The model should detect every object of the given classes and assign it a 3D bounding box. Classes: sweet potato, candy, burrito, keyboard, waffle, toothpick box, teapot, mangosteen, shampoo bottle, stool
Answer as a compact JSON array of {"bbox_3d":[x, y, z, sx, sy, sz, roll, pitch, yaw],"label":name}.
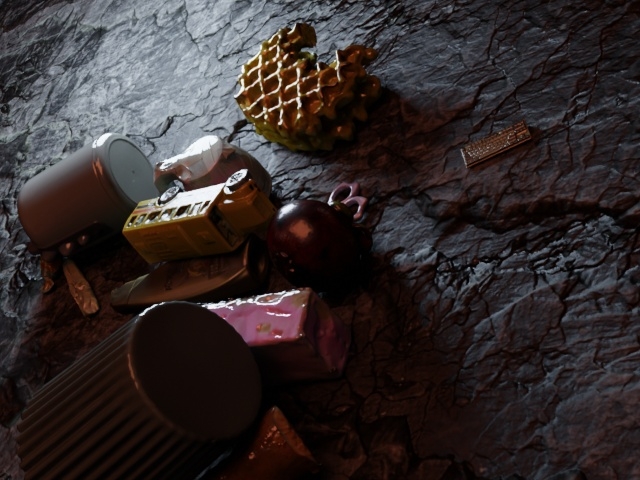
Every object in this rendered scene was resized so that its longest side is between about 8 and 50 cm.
[{"bbox_3d":[-0.145,0.423,1.582,0.336,0.131,0.131,-47,43,8],"label":"sweet potato"},{"bbox_3d":[-0.630,0.040,2.290,0.053,0.046,0.182,-21,49,24],"label":"candy"},{"bbox_3d":[-0.535,0.106,2.174,0.045,0.041,0.185,-37,45,-6],"label":"burrito"},{"bbox_3d":[-0.094,0.177,1.714,0.265,0.155,0.115,-11,47,29],"label":"candy"},{"bbox_3d":[0.320,-0.177,1.791,0.129,0.015,0.049,-24,46,19],"label":"keyboard"},{"bbox_3d":[-0.034,-0.323,2.073,0.261,0.151,0.324,-48,42,-10],"label":"waffle"},{"bbox_3d":[-0.538,-0.077,2.201,0.316,0.229,0.229,-26,46,21],"label":"toothpick box"},{"bbox_3d":[-0.228,-0.134,2.038,0.222,0.178,0.163,10,63,42],"label":"teapot"},{"bbox_3d":[0.000,0.000,1.788,0.200,0.200,0.199,-19,48,23],"label":"mangosteen"},{"bbox_3d":[-0.268,0.081,1.968,0.350,0.084,0.125,-16,44,27],"label":"shampoo bottle"},{"bbox_3d":[-0.285,0.282,1.596,0.330,0.297,0.297,-40,39,35],"label":"stool"}]

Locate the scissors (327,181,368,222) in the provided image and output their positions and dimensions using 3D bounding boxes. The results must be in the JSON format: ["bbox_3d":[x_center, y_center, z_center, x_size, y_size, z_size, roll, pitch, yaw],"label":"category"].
[{"bbox_3d":[-0.003,-0.037,1.913,0.212,0.021,0.110,-33,42,9],"label":"scissors"}]

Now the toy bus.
[{"bbox_3d":[-0.237,-0.037,1.914,0.336,0.121,0.123,-8,38,42],"label":"toy bus"}]

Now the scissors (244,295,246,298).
[{"bbox_3d":[-0.152,0.143,1.890,0.036,0.006,0.083,-13,51,30],"label":"scissors"}]
